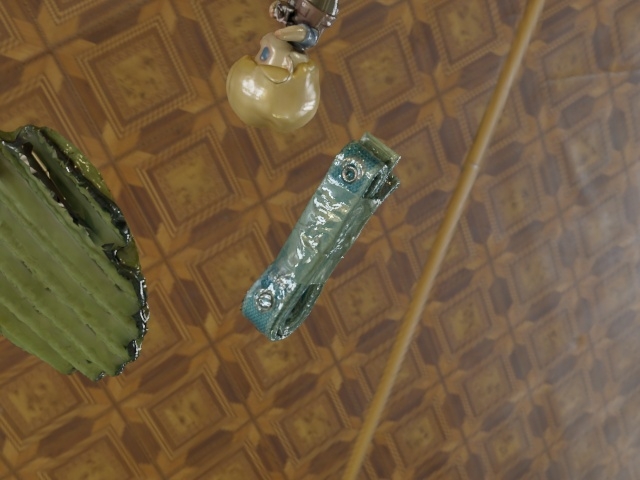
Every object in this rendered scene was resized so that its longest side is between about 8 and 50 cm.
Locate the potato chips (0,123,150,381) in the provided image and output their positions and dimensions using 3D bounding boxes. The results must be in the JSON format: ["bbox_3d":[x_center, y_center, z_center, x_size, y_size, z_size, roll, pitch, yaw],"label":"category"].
[{"bbox_3d":[-0.421,0.034,1.310,0.359,0.070,0.429,-32,107,28],"label":"potato chips"}]

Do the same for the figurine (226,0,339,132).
[{"bbox_3d":[-0.036,-0.214,0.961,0.108,0.114,0.195,3,121,-33],"label":"figurine"}]

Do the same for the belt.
[{"bbox_3d":[0.000,0.000,1.121,0.302,0.072,0.087,-56,153,18],"label":"belt"}]
